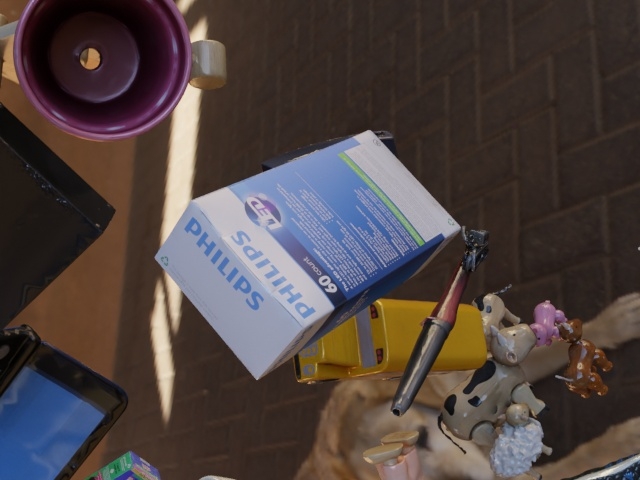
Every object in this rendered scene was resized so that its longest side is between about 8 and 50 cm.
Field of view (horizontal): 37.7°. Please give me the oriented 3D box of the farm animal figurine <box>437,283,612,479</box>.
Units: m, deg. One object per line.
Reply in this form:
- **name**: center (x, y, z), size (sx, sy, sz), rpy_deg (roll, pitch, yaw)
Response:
- **farm animal figurine**: center (0.315, 0.220, 1.635), size (0.327, 0.172, 0.330), rpy_deg (-55, 24, -8)

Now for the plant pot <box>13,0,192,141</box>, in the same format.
- **plant pot**: center (-0.270, -0.225, 1.145), size (0.180, 0.201, 0.201), rpy_deg (-151, 77, -70)

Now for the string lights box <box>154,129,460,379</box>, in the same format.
- **string lights box**: center (0.000, 0.000, 0.808), size (0.133, 0.259, 0.077), rpy_deg (49, 128, 11)

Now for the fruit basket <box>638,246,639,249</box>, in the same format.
- **fruit basket**: center (0.656, -0.104, 1.300), size (0.353, 0.327, 0.165), rpy_deg (-7, 115, 59)

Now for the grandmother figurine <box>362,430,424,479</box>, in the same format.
- **grandmother figurine**: center (0.180, 0.525, 1.703), size (0.104, 0.207, 0.343), rpy_deg (-14, 93, 43)

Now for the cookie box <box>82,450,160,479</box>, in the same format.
- **cookie box**: center (-0.338, 0.414, 1.588), size (0.107, 0.092, 0.040), rpy_deg (-33, 46, 4)

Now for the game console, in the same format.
- **game console**: center (-0.456, 0.277, 1.279), size (0.173, 0.250, 0.293), rpy_deg (43, 105, 16)

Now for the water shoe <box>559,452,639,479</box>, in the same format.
- **water shoe**: center (0.434, 0.338, 1.341), size (0.080, 0.203, 0.073), rpy_deg (169, 90, -84)

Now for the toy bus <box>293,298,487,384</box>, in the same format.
- **toy bus**: center (0.103, 0.149, 1.383), size (0.130, 0.332, 0.108), rpy_deg (-15, 75, 38)

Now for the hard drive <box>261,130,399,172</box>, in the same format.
- **hard drive**: center (0.034, -0.095, 1.668), size (0.054, 0.254, 0.172), rpy_deg (4, 109, 68)

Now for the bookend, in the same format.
- **bookend**: center (-0.309, -0.020, 0.892), size (0.157, 0.156, 0.072), rpy_deg (-43, 15, 12)

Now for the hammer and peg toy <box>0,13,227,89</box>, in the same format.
- **hammer and peg toy**: center (-0.331, -0.285, 1.410), size (0.361, 0.266, 0.127), rpy_deg (-9, 72, 31)

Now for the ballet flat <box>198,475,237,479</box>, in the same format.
- **ballet flat**: center (-0.156, 0.524, 1.381), size (0.139, 0.139, 0.400), rpy_deg (-56, 25, 35)

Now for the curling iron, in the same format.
- **curling iron**: center (0.131, 0.083, 1.042), size (0.274, 0.035, 0.068), rpy_deg (-57, -27, -35)
